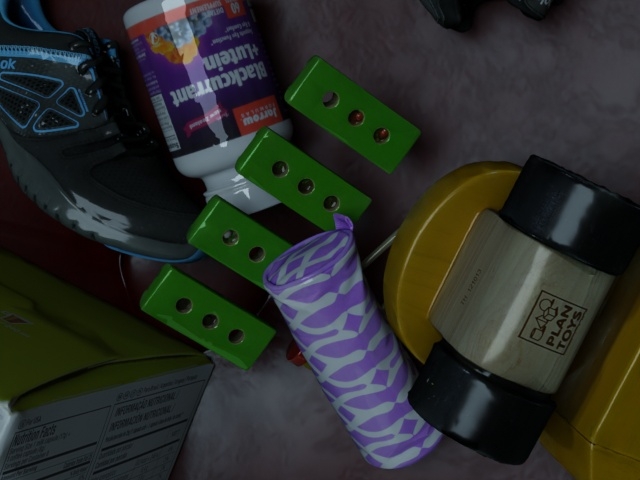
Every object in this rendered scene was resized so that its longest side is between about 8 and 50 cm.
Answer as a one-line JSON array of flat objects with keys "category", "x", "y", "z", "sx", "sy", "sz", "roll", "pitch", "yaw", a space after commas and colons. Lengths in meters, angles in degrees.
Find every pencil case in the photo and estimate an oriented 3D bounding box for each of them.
[{"category": "pencil case", "x": 0.034, "y": 0.088, "z": 0.975, "sx": 0.088, "sy": 0.086, "sz": 0.206, "roll": -37, "pitch": 115, "yaw": -16}]

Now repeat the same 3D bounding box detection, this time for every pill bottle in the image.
[{"category": "pill bottle", "x": -0.086, "y": -0.118, "z": 1.037, "sx": 0.108, "sy": 0.108, "sz": 0.193, "roll": -17, "pitch": 98, "yaw": 19}]

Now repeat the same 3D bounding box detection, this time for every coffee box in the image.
[{"category": "coffee box", "x": -0.349, "y": 0.189, "z": 1.020, "sx": 0.337, "sy": 0.338, "sz": 0.334, "roll": 25, "pitch": 99, "yaw": 17}]

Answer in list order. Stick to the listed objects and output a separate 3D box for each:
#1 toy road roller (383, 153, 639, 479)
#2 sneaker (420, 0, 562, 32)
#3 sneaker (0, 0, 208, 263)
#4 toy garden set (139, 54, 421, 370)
[{"category": "toy road roller", "x": 0.204, "y": 0.055, "z": 0.924, "sx": 0.329, "sy": 0.240, "sz": 0.202, "roll": 22, "pitch": 100, "yaw": -20}, {"category": "sneaker", "x": 0.187, "y": -0.249, "z": 0.951, "sx": 0.276, "sy": 0.097, "sz": 0.135, "roll": -22, "pitch": 83, "yaw": 21}, {"category": "sneaker", "x": -0.217, "y": -0.110, "z": 1.082, "sx": 0.341, "sy": 0.125, "sz": 0.140, "roll": 39, "pitch": 102, "yaw": 15}, {"category": "toy garden set", "x": 0.000, "y": 0.000, "z": 1.009, "sx": 0.203, "sy": 0.049, "sz": 0.244, "roll": 33, "pitch": 99, "yaw": -23}]
